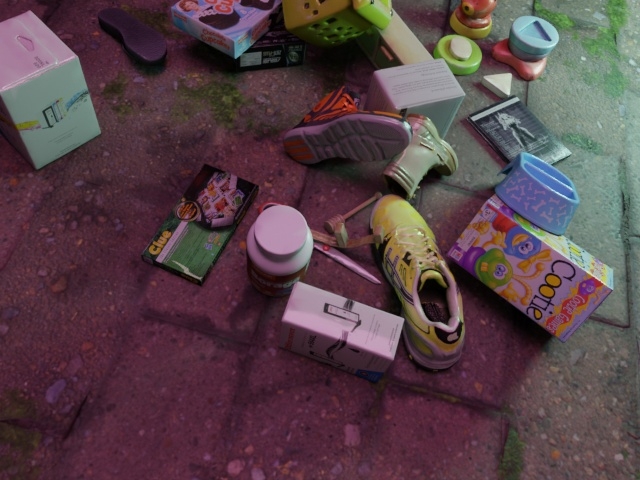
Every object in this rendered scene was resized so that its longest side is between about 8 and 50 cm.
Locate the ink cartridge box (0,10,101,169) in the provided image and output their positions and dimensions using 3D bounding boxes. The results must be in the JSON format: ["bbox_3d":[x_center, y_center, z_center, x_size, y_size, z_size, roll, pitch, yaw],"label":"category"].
[{"bbox_3d":[-0.594,-0.306,1.178,0.171,0.232,0.168,42,62,17],"label":"ink cartridge box"}]

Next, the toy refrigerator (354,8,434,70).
[{"bbox_3d":[0.189,-0.484,1.477,0.094,0.102,0.269,-21,65,-19],"label":"toy refrigerator"}]

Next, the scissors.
[{"bbox_3d":[0.000,0.000,1.209,0.297,0.021,0.109,19,58,4],"label":"scissors"}]

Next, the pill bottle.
[{"bbox_3d":[-0.078,0.020,1.064,0.121,0.216,0.121,2,68,-5],"label":"pill bottle"}]

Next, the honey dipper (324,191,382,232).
[{"bbox_3d":[0.077,-0.066,1.255,0.161,0.030,0.030,-32,69,-26],"label":"honey dipper"}]

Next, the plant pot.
[{"bbox_3d":[0.046,-0.607,1.365,0.207,0.227,0.228,-3,94,26],"label":"plant pot"}]

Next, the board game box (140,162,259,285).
[{"bbox_3d":[-0.245,-0.040,1.193,0.136,0.030,0.259,25,59,4],"label":"board game box"}]

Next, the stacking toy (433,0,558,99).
[{"bbox_3d":[0.472,-0.551,1.542,0.309,0.130,0.279,33,60,12],"label":"stacking toy"}]

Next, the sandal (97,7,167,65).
[{"bbox_3d":[-0.463,-0.503,1.429,0.097,0.054,0.254,-27,57,-30],"label":"sandal"}]

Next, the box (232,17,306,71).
[{"bbox_3d":[-0.143,-0.518,1.462,0.180,0.077,0.147,-11,61,-15],"label":"box"}]

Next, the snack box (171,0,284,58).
[{"bbox_3d":[-0.191,-0.592,1.417,0.187,0.060,0.322,30,59,11],"label":"snack box"}]

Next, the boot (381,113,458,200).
[{"bbox_3d":[0.220,-0.157,1.270,0.077,0.213,0.165,18,77,41],"label":"boot"}]

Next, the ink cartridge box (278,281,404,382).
[{"bbox_3d":[0.031,0.169,1.039,0.203,0.148,0.086,18,61,4],"label":"ink cartridge box"}]

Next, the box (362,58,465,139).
[{"bbox_3d":[0.205,-0.303,1.325,0.182,0.181,0.119,-15,65,-17],"label":"box"}]

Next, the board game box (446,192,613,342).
[{"bbox_3d":[0.418,0.044,1.143,0.275,0.142,0.144,38,26,13],"label":"board game box"}]

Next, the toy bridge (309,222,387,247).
[{"bbox_3d":[0.044,-0.010,1.169,0.188,0.063,0.026,5,57,19],"label":"toy bridge"}]

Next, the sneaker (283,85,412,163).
[{"bbox_3d":[0.073,-0.269,1.250,0.321,0.124,0.180,5,51,37],"label":"sneaker"}]

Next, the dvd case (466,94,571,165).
[{"bbox_3d":[0.498,-0.263,1.440,0.164,0.018,0.221,-26,67,-20],"label":"dvd case"}]

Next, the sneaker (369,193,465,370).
[{"bbox_3d":[0.203,0.055,1.133,0.145,0.147,0.384,-11,59,-12],"label":"sneaker"}]

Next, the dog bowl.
[{"bbox_3d":[0.467,-0.112,1.224,0.166,0.074,0.297,33,25,6],"label":"dog bowl"}]
